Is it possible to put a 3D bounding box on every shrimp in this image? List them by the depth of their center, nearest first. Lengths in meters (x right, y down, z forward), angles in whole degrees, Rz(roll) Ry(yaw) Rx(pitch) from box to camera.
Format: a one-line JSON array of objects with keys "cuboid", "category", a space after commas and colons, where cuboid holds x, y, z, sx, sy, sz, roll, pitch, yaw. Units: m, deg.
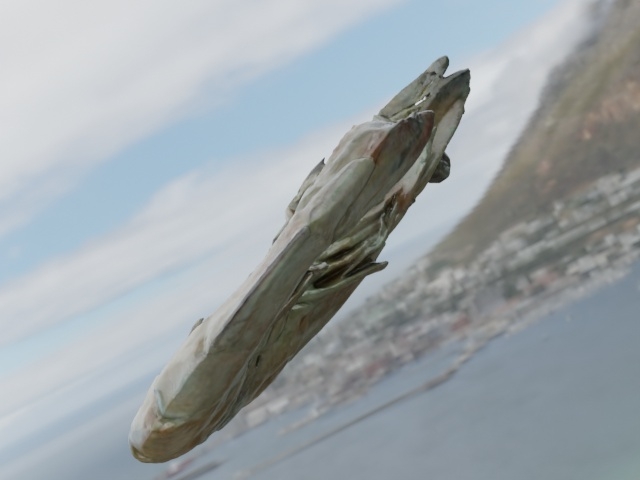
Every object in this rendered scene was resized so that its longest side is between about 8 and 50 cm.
[{"cuboid": [0.000, 0.000, 0.866, 0.360, 0.085, 0.247, -49, -5, -22], "category": "shrimp"}]
